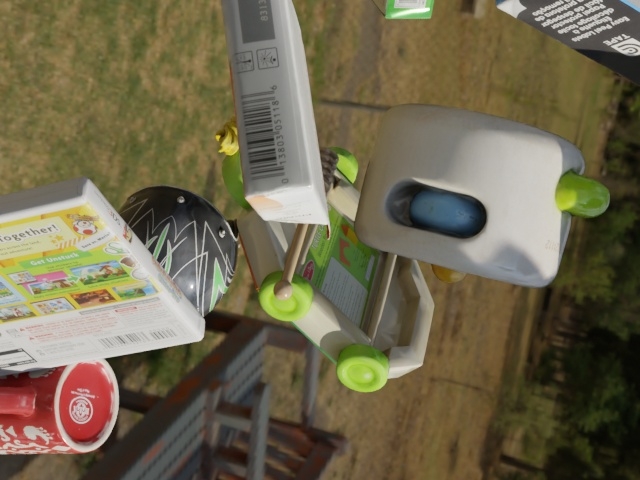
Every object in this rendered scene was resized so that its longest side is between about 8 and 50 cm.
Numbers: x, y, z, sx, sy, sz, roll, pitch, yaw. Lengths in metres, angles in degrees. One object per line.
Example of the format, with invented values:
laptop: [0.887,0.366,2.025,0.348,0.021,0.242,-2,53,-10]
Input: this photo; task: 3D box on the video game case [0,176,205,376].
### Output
video game case: [-0.236,0.040,0.760,0.206,0.227,0.026,61,23,-50]

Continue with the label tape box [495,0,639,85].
label tape box: [0.340,-0.193,0.717,0.240,0.333,0.106,-18,-123,58]

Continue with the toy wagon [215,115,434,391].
toy wagon: [0.000,0.000,1.073,0.344,0.068,0.267,44,35,-18]

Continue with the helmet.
helmet: [-0.172,0.017,1.090,0.161,0.169,0.169,-65,166,-80]

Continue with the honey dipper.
honey dipper: [-0.016,-0.016,0.893,0.030,0.030,0.161,76,26,-57]

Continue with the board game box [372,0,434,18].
board game box: [0.083,-0.464,1.248,0.316,0.064,0.242,-114,-154,-51]

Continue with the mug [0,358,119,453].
mug: [-0.293,0.158,0.889,0.150,0.169,0.113,-38,122,-60]

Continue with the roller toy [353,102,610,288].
roller toy: [0.131,-0.033,0.868,0.209,0.191,0.146,-162,-94,-70]

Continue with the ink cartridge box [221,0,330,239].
ink cartridge box: [-0.027,-0.082,0.622,0.179,0.045,0.145,78,4,-80]
